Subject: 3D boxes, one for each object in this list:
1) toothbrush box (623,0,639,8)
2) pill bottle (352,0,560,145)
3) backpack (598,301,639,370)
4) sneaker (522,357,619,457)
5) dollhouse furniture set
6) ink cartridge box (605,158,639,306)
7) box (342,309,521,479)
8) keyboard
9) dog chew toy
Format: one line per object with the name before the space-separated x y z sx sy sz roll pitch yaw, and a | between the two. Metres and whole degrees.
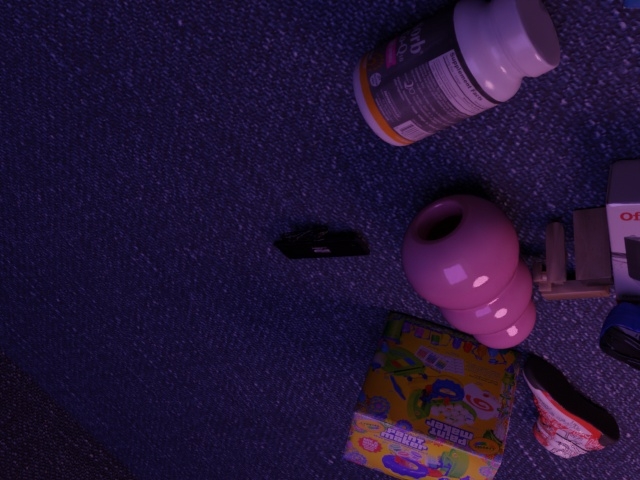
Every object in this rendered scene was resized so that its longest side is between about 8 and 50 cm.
toothbrush box | 0.483 -0.431 0.925 0.216 0.126 0.296 7 131 18
pill bottle | 0.198 -0.260 1.185 0.278 0.162 0.162 -22 118 37
backpack | 0.521 0.155 1.299 0.120 0.101 0.098 20 136 13
sneaker | 0.484 0.363 1.673 0.270 0.090 0.145 38 132 -15
dollhouse furniture set | 0.456 0.028 1.425 0.144 0.123 0.151 -6 162 29
ink cartridge box | 0.577 0.007 1.288 0.196 0.114 0.273 -1 129 26
box | 0.229 0.337 1.630 0.289 0.279 0.177 18 135 9
keyboard | 0.000 0.000 1.612 0.192 0.038 0.100 -4 151 26
dog chew toy | 0.285 0.074 1.431 0.206 0.207 0.332 -13 131 33
